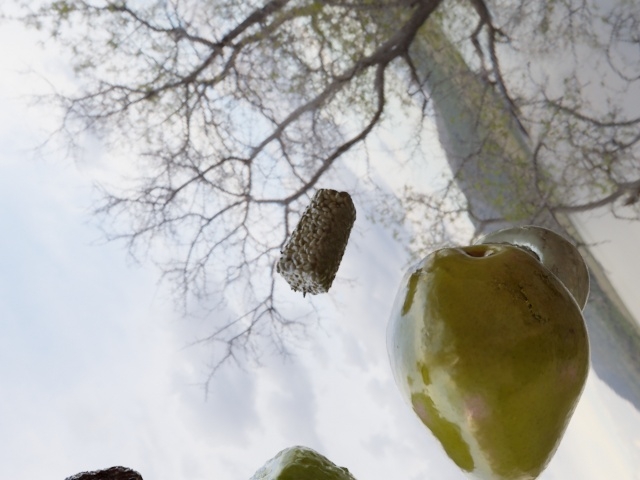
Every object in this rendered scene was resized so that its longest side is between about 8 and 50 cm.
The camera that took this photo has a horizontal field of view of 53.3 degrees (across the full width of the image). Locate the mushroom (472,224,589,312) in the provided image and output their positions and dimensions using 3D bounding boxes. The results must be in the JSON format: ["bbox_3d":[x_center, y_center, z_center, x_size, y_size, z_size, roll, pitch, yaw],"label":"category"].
[{"bbox_3d":[0.357,0.075,1.169,0.202,0.246,0.246,39,-153,-42],"label":"mushroom"}]

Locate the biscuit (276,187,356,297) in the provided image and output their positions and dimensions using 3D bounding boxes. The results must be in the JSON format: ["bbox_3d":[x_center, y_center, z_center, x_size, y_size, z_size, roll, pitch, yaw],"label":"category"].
[{"bbox_3d":[0.000,0.000,0.952,0.082,0.071,0.168,58,-133,-42],"label":"biscuit"}]

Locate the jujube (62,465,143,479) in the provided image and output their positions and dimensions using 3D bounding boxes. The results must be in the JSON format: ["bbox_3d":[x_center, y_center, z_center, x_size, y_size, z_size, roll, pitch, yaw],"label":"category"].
[{"bbox_3d":[-0.406,0.461,1.164,0.166,0.104,0.104,-13,-114,-29],"label":"jujube"}]

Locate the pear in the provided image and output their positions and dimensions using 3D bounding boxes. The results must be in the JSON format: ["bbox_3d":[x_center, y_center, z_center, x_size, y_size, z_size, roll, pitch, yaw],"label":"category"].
[{"bbox_3d":[0.218,0.170,0.872,0.285,0.285,0.336,13,-92,-63],"label":"pear"}]

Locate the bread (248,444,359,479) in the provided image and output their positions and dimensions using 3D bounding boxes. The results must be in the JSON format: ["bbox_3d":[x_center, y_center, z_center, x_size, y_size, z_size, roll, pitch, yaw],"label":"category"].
[{"bbox_3d":[-0.026,0.488,0.922,0.308,0.348,0.348,40,-162,9],"label":"bread"}]
